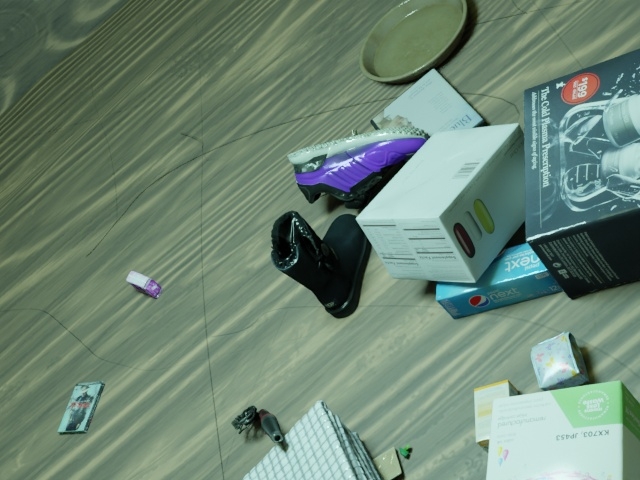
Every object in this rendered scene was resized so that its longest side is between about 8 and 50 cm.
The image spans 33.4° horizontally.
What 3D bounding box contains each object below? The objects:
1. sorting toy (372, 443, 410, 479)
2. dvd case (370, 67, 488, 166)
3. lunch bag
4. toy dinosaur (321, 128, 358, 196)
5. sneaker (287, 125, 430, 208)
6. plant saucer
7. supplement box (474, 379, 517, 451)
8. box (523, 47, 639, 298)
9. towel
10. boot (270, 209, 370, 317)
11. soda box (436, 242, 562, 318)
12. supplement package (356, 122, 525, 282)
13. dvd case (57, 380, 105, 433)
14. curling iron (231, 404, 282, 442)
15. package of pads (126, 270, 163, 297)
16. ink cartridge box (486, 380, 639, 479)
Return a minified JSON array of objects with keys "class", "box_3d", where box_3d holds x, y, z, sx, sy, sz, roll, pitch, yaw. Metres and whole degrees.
[{"class":"sorting toy","box_3d":[0.116,0.369,1.752,0.083,0.012,0.062,-35,34,17]},{"class":"dvd case","box_3d":[0.218,-0.242,2.204,0.180,0.022,0.253,-39,39,7]},{"class":"lunch bag","box_3d":[0.370,0.190,1.656,0.071,0.053,0.083,-29,51,23]},{"class":"toy dinosaur","box_3d":[0.069,-0.159,2.254,0.092,0.053,0.183,-20,40,52]},{"class":"sneaker","box_3d":[0.089,-0.141,2.158,0.293,0.146,0.102,-11,8,18]},{"class":"plant saucer","box_3d":[0.211,-0.451,2.379,0.277,0.041,0.278,-25,40,23]},{"class":"supplement box","box_3d":[0.277,0.275,1.674,0.062,0.036,0.098,-20,44,27]},{"class":"box","box_3d":[0.505,-0.124,1.717,0.312,0.179,0.343,-18,46,28]},{"class":"towel","box_3d":[-0.003,0.435,1.712,0.235,0.121,0.284,-48,32,11]},{"class":"boot","box_3d":[0.000,0.000,2.032,0.094,0.207,0.246,-18,45,30]},{"class":"soda box","box_3d":[0.304,0.066,1.815,0.210,0.067,0.071,-17,46,29]},{"class":"supplement package","box_3d":[0.235,-0.066,1.865,0.204,0.145,0.262,1,41,50]},{"class":"dvd case","box_3d":[-0.522,0.364,2.326,0.087,0.013,0.119,-9,49,36]},{"class":"curling iron","box_3d":[-0.101,0.330,1.874,0.068,0.035,0.274,-34,8,-14]},{"class":"package of pads","box_3d":[-0.401,0.100,2.426,0.083,0.050,0.032,16,67,48]},{"class":"ink cartridge box","box_3d":[0.336,0.384,1.456,0.207,0.119,0.353,-15,47,32]}]
